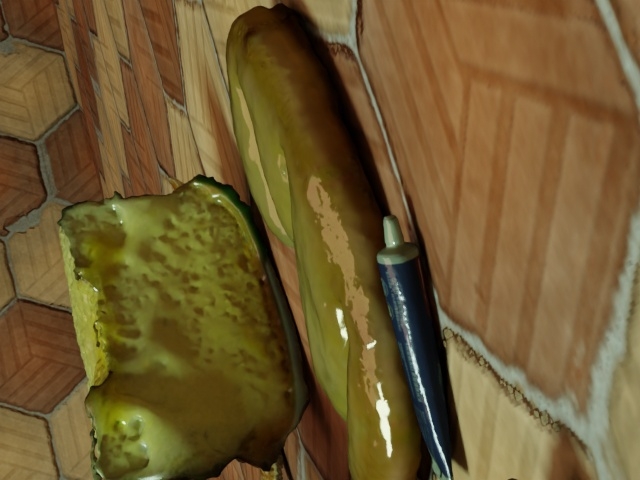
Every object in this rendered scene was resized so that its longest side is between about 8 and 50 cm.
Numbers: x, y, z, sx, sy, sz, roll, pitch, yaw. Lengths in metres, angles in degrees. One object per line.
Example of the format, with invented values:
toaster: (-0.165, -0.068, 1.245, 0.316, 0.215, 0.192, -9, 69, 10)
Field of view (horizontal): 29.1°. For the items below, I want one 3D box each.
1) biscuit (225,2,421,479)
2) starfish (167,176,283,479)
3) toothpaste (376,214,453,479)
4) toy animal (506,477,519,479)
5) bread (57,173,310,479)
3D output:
biscuit: (0.001, -0.001, 0.700, 0.154, 0.045, 0.299, 103, 150, -61)
starfish: (-0.106, 0.088, 1.176, 0.301, 0.084, 0.293, -118, 17, -60)
toothpaste: (0.048, 0.054, 0.605, 0.037, 0.021, 0.140, -126, 23, -76)
toy animal: (0.102, 0.210, 0.477, 0.099, 0.057, 0.241, -121, 19, -72)
bread: (-0.116, 0.090, 0.994, 0.133, 0.174, 0.251, 107, 149, -62)
